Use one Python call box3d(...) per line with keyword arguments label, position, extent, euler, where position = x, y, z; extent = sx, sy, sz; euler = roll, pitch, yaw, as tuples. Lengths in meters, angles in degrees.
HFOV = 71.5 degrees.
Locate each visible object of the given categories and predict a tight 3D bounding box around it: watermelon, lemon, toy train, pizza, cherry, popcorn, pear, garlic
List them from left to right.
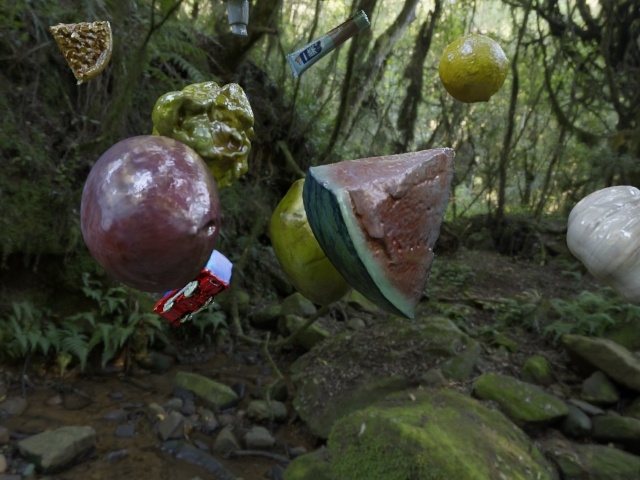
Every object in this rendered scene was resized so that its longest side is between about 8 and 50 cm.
box3d(label="pizza", position=(-0.551, -0.456, 1.028), extent=(0.041, 0.178, 0.131), euler=(-6, -37, 47))
box3d(label="cherry", position=(-0.269, -0.039, 0.729), extent=(0.220, 0.262, 0.307), euler=(-6, 16, -30))
box3d(label="toy train", position=(-0.320, 0.124, 1.131), extent=(0.203, 0.131, 0.082), euler=(-33, -58, 24))
box3d(label="popcorn", position=(-0.334, -0.285, 1.229), extent=(0.293, 0.293, 0.334), euler=(-19, 29, 15))
box3d(label="pear", position=(0.000, 0.000, 1.115), extent=(0.268, 0.322, 0.269), euler=(-6, 19, 2))
box3d(label="watermelon", position=(0.087, -0.055, 0.816), extent=(0.250, 0.293, 0.283), euler=(11, -35, 41))
box3d(label="lemon", position=(0.262, -0.298, 0.771), extent=(0.109, 0.133, 0.109), euler=(-25, -19, -9))
box3d(label="garlic", position=(0.477, -0.024, 0.610), extent=(0.199, 0.226, 0.199), euler=(31, 26, -17))

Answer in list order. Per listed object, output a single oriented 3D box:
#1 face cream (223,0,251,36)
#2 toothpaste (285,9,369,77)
box3d(label="face cream", position=(-0.217, -0.658, 1.140), extent=(0.101, 0.252, 0.101), euler=(-1, 13, 0))
box3d(label="toothpaste", position=(0.014, -0.448, 1.010), extent=(0.205, 0.056, 0.036), euler=(-25, -3, 23))
